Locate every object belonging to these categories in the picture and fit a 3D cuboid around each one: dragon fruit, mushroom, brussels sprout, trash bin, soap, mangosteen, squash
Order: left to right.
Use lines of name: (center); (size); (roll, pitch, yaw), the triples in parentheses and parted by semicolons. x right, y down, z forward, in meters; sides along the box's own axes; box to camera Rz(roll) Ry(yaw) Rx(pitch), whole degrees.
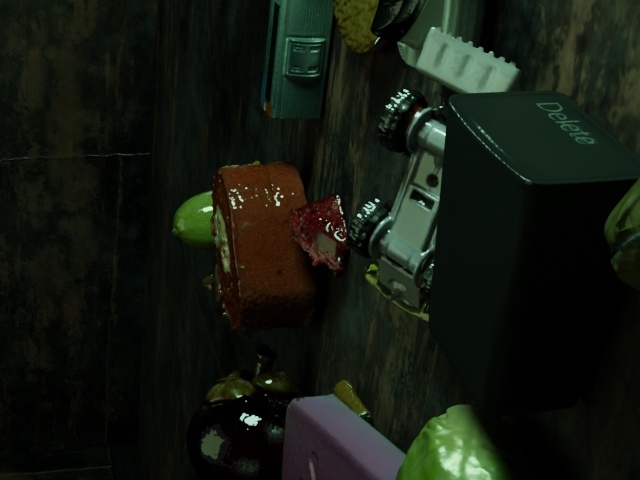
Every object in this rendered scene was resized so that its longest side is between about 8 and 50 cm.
squash: (-0.183, -0.037, 1.840); (0.123, 0.187, 0.123); (171, 90, -74)
mushroom: (-0.191, 0.092, 2.023); (0.127, 0.087, 0.127); (177, 90, -77)
mangosteen: (-0.107, 0.291, 1.613); (0.211, 0.212, 0.249); (158, 120, -72)
dragon fruit: (-0.004, -0.001, 1.456); (0.097, 0.063, 0.131); (120, 144, -60)
soap: (0.039, 0.326, 1.264); (0.259, 0.081, 0.181); (31, 121, 59)
brussels sprout: (0.133, 0.250, 0.920); (0.180, 0.144, 0.161); (-78, -19, -48)
trash bin: (0.170, 0.011, 0.838); (0.165, 0.115, 0.225); (-120, 29, -54)

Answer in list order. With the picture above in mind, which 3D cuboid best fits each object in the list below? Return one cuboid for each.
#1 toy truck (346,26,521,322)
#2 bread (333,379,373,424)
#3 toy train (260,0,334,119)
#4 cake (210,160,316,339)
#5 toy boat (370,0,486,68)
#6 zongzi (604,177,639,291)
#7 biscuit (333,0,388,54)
toy truck: (0.120, -0.057, 0.973); (0.136, 0.111, 0.285); (34, 121, 30)
bread: (0.043, 0.233, 1.378); (0.083, 0.036, 0.046); (-126, 37, -56)
toy train: (-0.020, -0.373, 1.434); (0.089, 0.086, 0.409); (-121, 34, -56)
cake: (-0.086, 0.013, 1.578); (0.177, 0.151, 0.282); (175, 92, -71)
toy boat: (0.100, -0.297, 0.995); (0.141, 0.141, 0.269); (-132, 29, -64)
zongzi: (0.262, 0.020, 0.533); (0.221, 0.112, 0.242); (115, 148, -52)
biscuit: (0.066, -0.359, 1.244); (0.262, 0.037, 0.261); (179, 90, -72)
